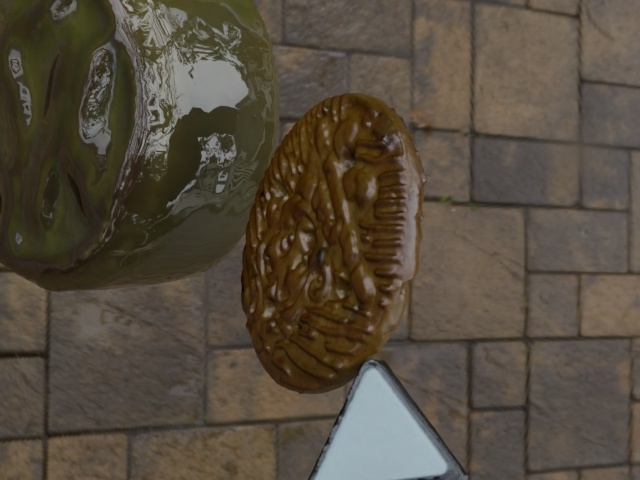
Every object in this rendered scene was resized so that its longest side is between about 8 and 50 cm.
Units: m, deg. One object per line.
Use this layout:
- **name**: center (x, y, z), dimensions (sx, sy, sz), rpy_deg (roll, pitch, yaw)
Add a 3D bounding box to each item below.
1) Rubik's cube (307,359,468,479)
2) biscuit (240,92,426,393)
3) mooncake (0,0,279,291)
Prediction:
- **Rubik's cube**: center (0.027, 0.270, 0.476), dimensions (0.234, 0.250, 0.284), rpy_deg (-26, 122, -19)
- **biscuit**: center (-0.001, 0.000, 0.600), dimensions (0.027, 0.188, 0.187), rpy_deg (12, 85, -30)
- **mooncake**: center (-0.175, -0.101, 0.773), dimensions (0.155, 0.284, 0.284), rpy_deg (-2, 90, -51)
